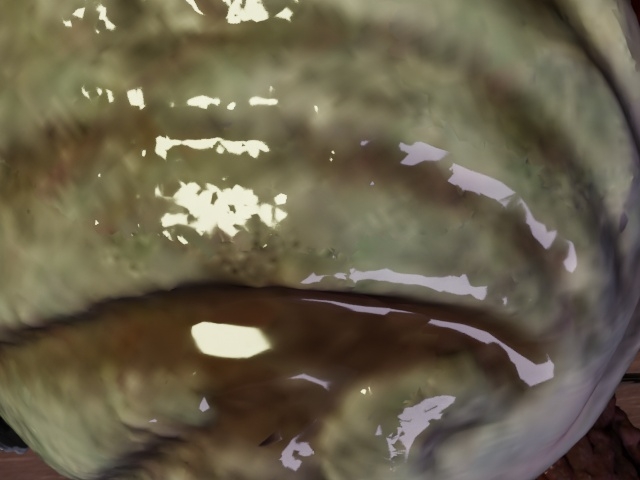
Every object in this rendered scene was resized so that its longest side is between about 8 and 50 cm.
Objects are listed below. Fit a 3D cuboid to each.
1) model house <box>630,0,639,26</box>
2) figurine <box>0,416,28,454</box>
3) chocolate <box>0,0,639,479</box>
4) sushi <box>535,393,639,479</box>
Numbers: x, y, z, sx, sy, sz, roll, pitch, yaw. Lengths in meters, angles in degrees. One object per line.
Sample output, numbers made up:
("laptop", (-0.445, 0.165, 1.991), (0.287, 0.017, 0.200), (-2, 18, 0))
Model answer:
("model house", (0.184, -0.166, 0.784), (0.160, 0.254, 0.196), (-35, 162, 27))
("figurine", (-0.165, 0.070, 1.047), (0.082, 0.094, 0.086), (-23, 130, 33))
("chocolate", (0.000, 0.000, 0.638), (0.303, 0.213, 0.303), (-21, 139, -19))
("sushi", (0.132, 0.218, 1.425), (0.270, 0.171, 0.236), (-11, 148, -32))
